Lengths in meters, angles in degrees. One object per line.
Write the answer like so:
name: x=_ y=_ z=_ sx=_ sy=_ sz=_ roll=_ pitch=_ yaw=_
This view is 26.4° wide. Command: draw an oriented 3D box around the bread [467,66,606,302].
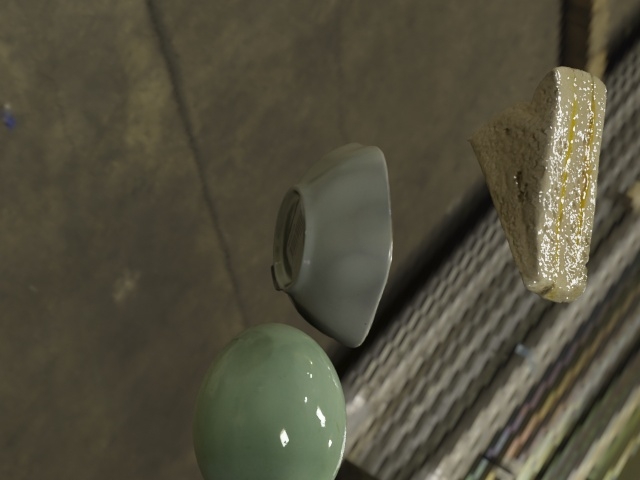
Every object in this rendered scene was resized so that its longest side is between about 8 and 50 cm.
bread: x=0.187 y=-0.042 z=1.046 sx=0.077 sy=0.152 sz=0.105 roll=13 pitch=140 yaw=-46

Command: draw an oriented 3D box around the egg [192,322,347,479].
egg: x=-0.049 y=0.176 z=1.316 sx=0.149 sy=0.149 sz=0.192 roll=2 pitch=88 yaw=-59

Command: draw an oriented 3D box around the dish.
dish: x=0.000 y=0.000 z=1.190 sx=0.066 sy=0.190 sz=0.190 roll=5 pitch=117 yaw=-19
